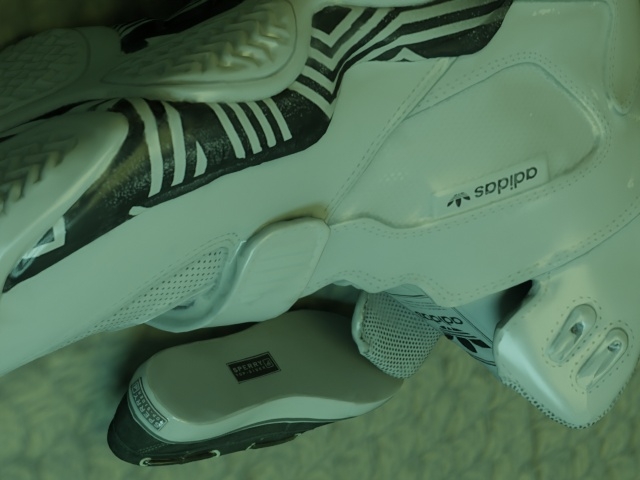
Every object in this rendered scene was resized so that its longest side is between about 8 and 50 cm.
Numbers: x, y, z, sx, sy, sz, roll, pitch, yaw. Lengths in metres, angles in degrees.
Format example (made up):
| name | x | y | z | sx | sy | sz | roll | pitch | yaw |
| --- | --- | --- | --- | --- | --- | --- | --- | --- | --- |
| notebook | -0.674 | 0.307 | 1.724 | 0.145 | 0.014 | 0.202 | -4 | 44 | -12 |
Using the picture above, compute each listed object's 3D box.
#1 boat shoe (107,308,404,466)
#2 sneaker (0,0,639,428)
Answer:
| name | x | y | z | sx | sy | sz | roll | pitch | yaw |
| --- | --- | --- | --- | --- | --- | --- | --- | --- | --- |
| boat shoe | -0.026 | 0.060 | 0.789 | 0.142 | 0.049 | 0.040 | -5 | 146 | -45 |
| sneaker | 0.000 | 0.000 | 0.700 | 0.366 | 0.137 | 0.210 | -37 | 116 | -27 |
